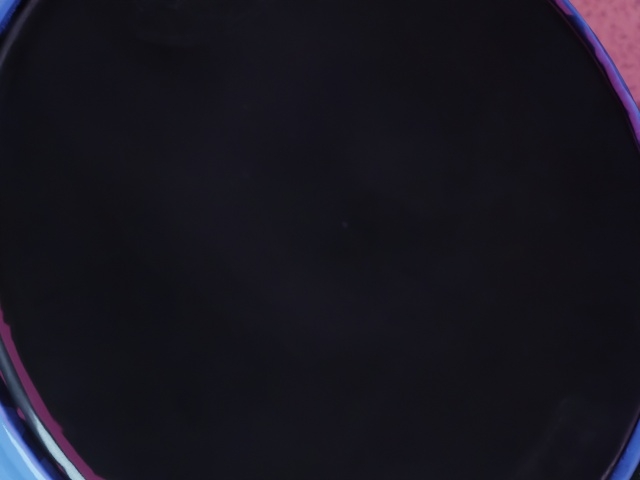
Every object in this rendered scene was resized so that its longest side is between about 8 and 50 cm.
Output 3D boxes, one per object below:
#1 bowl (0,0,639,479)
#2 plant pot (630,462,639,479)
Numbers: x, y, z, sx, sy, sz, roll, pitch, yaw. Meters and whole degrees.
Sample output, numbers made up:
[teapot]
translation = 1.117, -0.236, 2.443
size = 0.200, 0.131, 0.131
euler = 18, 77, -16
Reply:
[bowl]
translation = 0.000, 0.000, 0.698
size = 0.391, 0.077, 0.391
euler = 7, 74, -23
[plant pot]
translation = 0.219, 0.101, 0.861
size = 0.188, 0.167, 0.188
euler = 1, 84, -42
